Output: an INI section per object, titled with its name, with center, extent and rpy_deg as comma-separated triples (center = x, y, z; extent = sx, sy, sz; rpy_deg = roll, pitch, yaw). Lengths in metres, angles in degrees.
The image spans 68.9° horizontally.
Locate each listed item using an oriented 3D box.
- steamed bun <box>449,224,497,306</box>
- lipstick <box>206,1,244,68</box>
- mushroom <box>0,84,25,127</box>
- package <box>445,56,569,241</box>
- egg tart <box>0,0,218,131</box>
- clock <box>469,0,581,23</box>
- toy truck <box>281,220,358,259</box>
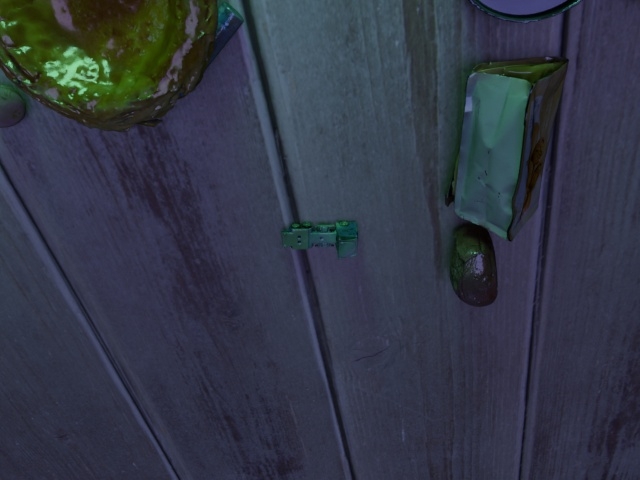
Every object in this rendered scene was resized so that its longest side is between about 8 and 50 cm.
[steamed bun]
center = 0.348, 0.063, 1.070
extent = 0.107, 0.144, 0.175
rpy_deg = -4, 126, 18
[lipstick]
center = -0.205, -0.354, 0.847
extent = 0.048, 0.048, 0.158
rpy_deg = 39, 112, -23
[mushroom]
center = -0.605, -0.254, 0.880
extent = 0.067, 0.084, 0.083
rpy_deg = 39, 120, 22
[package]
center = 0.358, -0.191, 0.933
extent = 0.165, 0.221, 0.311
rpy_deg = 20, 131, 33
[egg tart]
center = -0.351, -0.374, 0.761
extent = 0.389, 0.169, 0.387
rpy_deg = 0, 116, 0
[clock]
center = 0.346, -0.504, 0.749
extent = 0.281, 0.055, 0.280
rpy_deg = 4, 124, 6
[toy truck]
center = 0.000, 0.000, 1.053
extent = 0.175, 0.081, 0.067
rpy_deg = 0, 120, -2
